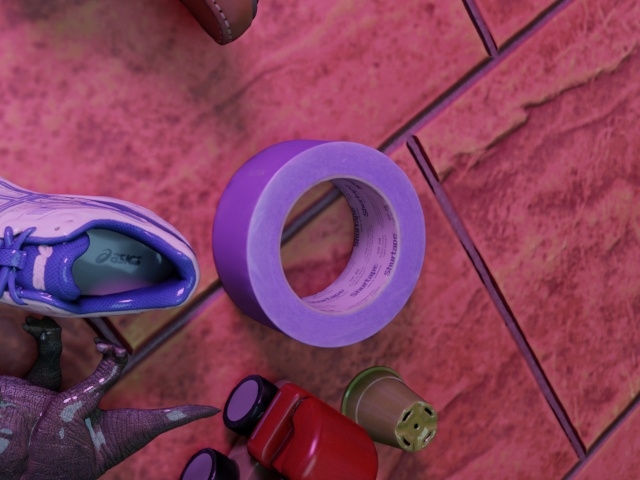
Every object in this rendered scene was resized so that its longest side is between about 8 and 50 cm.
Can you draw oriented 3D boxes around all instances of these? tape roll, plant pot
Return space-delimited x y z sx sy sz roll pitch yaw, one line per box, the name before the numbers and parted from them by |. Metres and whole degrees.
tape roll | 0.000 0.000 0.821 0.189 0.080 0.189 -5 100 -30
plant pot | 0.076 0.178 0.890 0.083 0.079 0.083 -5 100 -29

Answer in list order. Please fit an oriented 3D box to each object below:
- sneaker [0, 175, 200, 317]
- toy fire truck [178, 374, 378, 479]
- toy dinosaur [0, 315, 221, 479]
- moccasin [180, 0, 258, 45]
sneaker | -0.233 0.002 0.661 0.296 0.131 0.112 2 98 -28
toy fire truck | -0.037 0.238 0.737 0.158 0.246 0.217 38 78 -29
toy dinosaur | -0.242 0.148 0.703 0.313 0.121 0.160 4 107 -34
moccasin | -0.202 -0.275 0.636 0.380 0.139 0.147 40 83 -30
